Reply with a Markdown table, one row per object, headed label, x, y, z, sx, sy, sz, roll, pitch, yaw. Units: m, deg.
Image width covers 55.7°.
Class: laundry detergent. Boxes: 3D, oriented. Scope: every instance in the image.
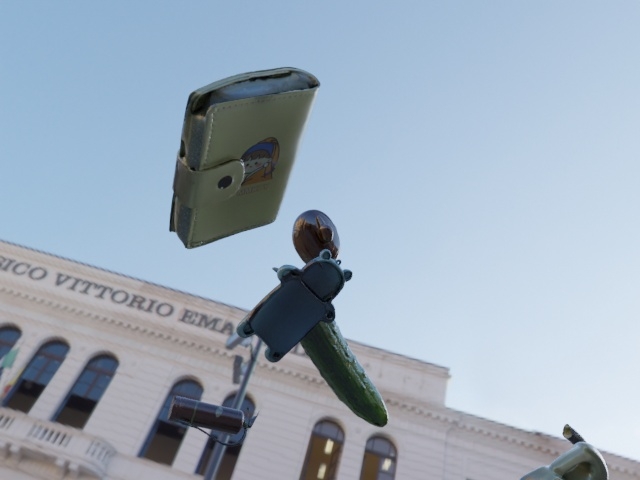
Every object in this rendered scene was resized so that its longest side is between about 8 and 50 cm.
| label | x | y | z | sx | sy | sz | roll | pitch | yaw |
| --- | --- | --- | --- | --- | --- | --- | --- | --- | --- |
| laundry detergent | 0.493 | 0.494 | 1.215 | 0.091 | 0.253 | 0.181 | 30 | -54 | 49 |

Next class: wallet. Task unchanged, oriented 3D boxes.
| label | x | y | z | sx | sy | sz | roll | pitch | yaw |
| --- | --- | --- | --- | --- | --- | --- | --- | --- | --- |
| wallet | -0.067 | -0.064 | 0.494 | 0.039 | 0.110 | 0.155 | 50 | -39 | 25 |

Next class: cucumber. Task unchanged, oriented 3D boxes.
| label | x | y | z | sx | sy | sz | roll | pitch | yaw |
| --- | --- | --- | --- | --- | --- | --- | --- | --- | --- |
| cucumber | 0.644 | 0.502 | 1.503 | 0.135 | 0.033 | 0.034 | 41 | -91 | -22 |
| cucumber | 0.008 | 0.136 | 0.769 | 0.056 | 0.056 | 0.250 | -27 | -82 | 33 |

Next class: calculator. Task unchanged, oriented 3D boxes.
| label | x | y | z | sx | sy | sz | roll | pitch | yaw |
| --- | --- | --- | --- | --- | --- | --- | --- | --- | --- |
| calculator | -0.026 | 0.072 | 0.687 | 0.141 | 0.019 | 0.094 | -45 | -65 | -3 |

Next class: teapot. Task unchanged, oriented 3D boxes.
| label | x | y | z | sx | sy | sz | roll | pitch | yaw |
| --- | --- | --- | --- | --- | --- | --- | --- | --- | --- |
| teapot | 0.000 | 0.000 | 1.152 | 0.078 | 0.098 | 0.129 | -30 | -107 | 52 |

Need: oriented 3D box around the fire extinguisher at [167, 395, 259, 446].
| label | x | y | z | sx | sy | sz | roll | pitch | yaw |
| --- | --- | --- | --- | --- | --- | --- | --- | --- | --- |
| fire extinguisher | -0.187 | 0.318 | 1.064 | 0.157 | 0.078 | 0.045 | 18 | -43 | -15 |
